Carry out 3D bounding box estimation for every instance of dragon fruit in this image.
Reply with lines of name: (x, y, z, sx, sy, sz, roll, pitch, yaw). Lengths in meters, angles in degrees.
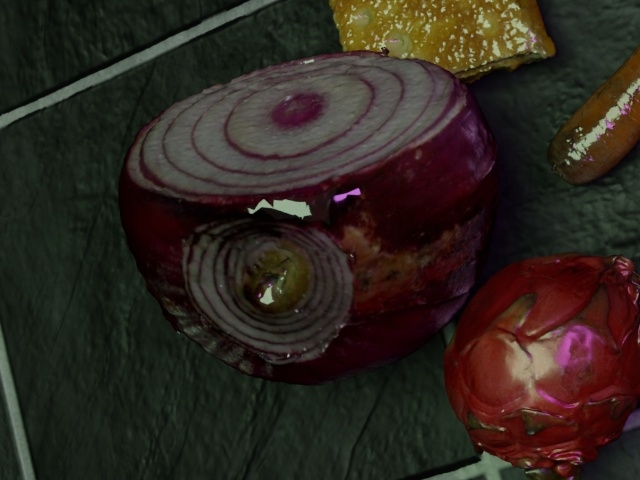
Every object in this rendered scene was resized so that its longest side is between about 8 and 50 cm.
dragon fruit: (0.192, 0.103, 1.486, 0.172, 0.172, 0.209, 17, 84, 28)

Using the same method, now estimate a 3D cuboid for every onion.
onion: (0.000, 0.000, 1.536, 0.336, 0.282, 0.260, -10, 117, 10)

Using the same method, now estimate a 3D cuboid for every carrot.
carrot: (0.271, -0.123, 1.522, 0.186, 0.060, 0.060, -47, 67, 11)

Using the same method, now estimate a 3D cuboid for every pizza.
pizza: (0.087, -0.205, 1.624, 0.292, 0.058, 0.197, 30, 101, 28)
